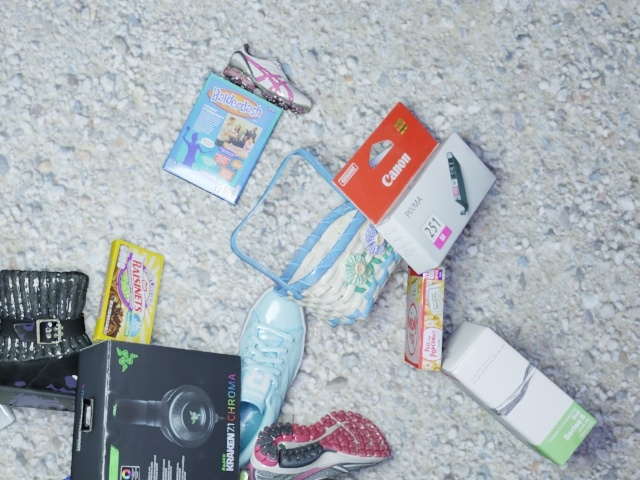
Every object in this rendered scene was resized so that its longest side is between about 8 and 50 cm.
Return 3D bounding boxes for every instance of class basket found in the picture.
[{"bbox_3d":[0.000,0.000,1.707,0.289,0.201,0.255,38,62,-11],"label":"basket"}]

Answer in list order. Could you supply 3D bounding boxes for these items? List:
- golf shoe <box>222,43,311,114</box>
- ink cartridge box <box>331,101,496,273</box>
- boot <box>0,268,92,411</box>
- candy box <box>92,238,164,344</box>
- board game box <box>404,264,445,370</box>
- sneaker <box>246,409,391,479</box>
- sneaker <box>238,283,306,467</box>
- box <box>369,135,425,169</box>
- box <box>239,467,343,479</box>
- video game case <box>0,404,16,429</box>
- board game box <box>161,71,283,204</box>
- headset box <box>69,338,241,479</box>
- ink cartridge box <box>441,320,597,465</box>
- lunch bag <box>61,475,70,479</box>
[{"bbox_3d":[-0.092,-0.313,1.786,0.186,0.067,0.086,30,85,-4],"label":"golf shoe"},{"bbox_3d":[0.182,-0.113,1.708,0.239,0.060,0.275,46,53,-10],"label":"ink cartridge box"},{"bbox_3d":[-0.441,0.188,1.712,0.347,0.131,0.260,8,79,-14],"label":"boot"},{"bbox_3d":[-0.355,0.105,1.708,0.105,0.027,0.206,25,55,-33],"label":"candy box"},{"bbox_3d":[0.199,0.145,1.764,0.045,0.147,0.194,2,88,-6],"label":"board game box"},{"bbox_3d":[-0.003,0.401,1.739,0.299,0.121,0.112,2,126,-30],"label":"sneaker"},{"bbox_3d":[-0.108,0.261,1.730,0.135,0.150,0.366,15,87,-6],"label":"sneaker"},{"bbox_3d":[0.145,-0.113,1.802,0.137,0.072,0.126,-35,92,-5],"label":"box"},{"bbox_3d":[-0.060,0.609,1.742,0.232,0.058,0.322,8,79,-7],"label":"box"},{"bbox_3d":[-0.793,0.301,1.723,0.329,0.036,0.300,-32,92,-4],"label":"video game case"},{"bbox_3d":[-0.189,-0.196,1.784,0.160,0.047,0.210,27,87,-4],"label":"board game box"},{"bbox_3d":[-0.292,0.312,1.596,0.283,0.131,0.247,14,68,-36],"label":"headset box"},{"bbox_3d":[0.359,0.284,1.749,0.273,0.198,0.115,41,85,-4],"label":"ink cartridge box"},{"bbox_3d":[-0.437,0.625,1.652,0.327,0.239,0.386,-26,98,-4],"label":"lunch bag"}]
